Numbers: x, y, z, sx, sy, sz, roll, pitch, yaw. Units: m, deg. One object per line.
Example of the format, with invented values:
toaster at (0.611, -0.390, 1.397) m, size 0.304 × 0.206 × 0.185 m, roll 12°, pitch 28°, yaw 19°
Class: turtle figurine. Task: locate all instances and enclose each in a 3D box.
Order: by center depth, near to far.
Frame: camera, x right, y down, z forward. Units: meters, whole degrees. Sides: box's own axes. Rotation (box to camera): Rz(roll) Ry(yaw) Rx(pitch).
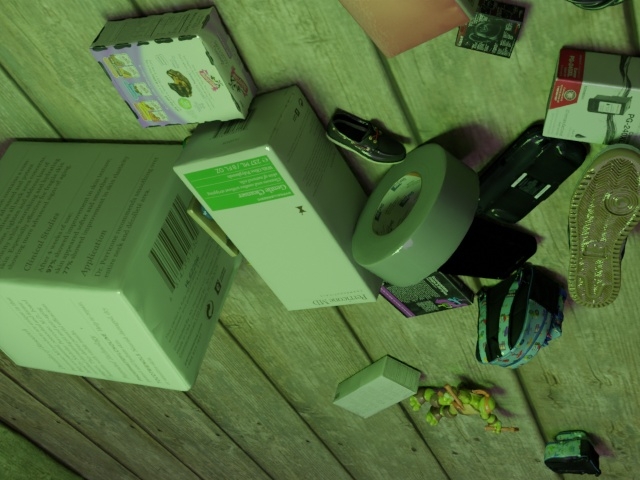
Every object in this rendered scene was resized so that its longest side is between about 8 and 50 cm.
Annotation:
turtle figurine at (0.313, 0.368, 1.844) m, size 0.269 × 0.087 × 0.217 m, roll 32°, pitch 151°, yaw -34°

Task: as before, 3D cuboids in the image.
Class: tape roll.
tape roll at (0.143, -0.039, 1.240) m, size 0.072 × 0.219 × 0.219 m, roll 32°, pitch 143°, yaw -22°

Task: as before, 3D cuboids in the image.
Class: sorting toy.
sorting toy at (-0.153, -0.058, 1.420) m, size 0.046 × 0.132 × 0.274 m, roll -11°, pitch 136°, yaw 33°

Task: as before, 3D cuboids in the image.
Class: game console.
game console at (0.291, -0.049, 1.300) m, size 0.213 × 0.044 × 0.361 m, roll 17°, pitch 141°, yaw -19°

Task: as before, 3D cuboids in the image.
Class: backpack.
backpack at (0.355, 0.154, 1.453) m, size 0.117 × 0.173 × 0.158 m, roll 29°, pitch 143°, yaw -16°
backpack at (0.591, 0.505, 1.910) m, size 0.114 × 0.084 × 0.105 m, roll -16°, pitch 133°, yaw 32°

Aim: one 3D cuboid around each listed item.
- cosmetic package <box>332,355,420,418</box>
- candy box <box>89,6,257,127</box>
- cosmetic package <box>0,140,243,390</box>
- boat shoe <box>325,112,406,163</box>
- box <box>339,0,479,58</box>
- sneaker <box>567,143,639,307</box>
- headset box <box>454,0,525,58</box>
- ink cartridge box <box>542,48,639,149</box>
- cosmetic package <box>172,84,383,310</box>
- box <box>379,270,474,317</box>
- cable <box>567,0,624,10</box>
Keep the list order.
cosmetic package at (0.131, 0.352, 1.924) m, size 0.099 × 0.060 × 0.239 m, roll 30°, pitch 144°, yaw -14°
candy box at (-0.219, -0.258, 1.229) m, size 0.196 × 0.070 × 0.165 m, roll 0°, pitch 141°, yaw 25°
cosmetic package at (-0.411, 0.041, 1.500) m, size 0.394 × 0.329 × 0.327 m, roll 4°, pitch 144°, yaw 20°
boat shoe at (0.073, -0.157, 1.256) m, size 0.133 × 0.049 × 0.042 m, roll 23°, pitch 153°, yaw 1°
box at (0.072, -0.349, 0.906) m, size 0.127 × 0.148 × 0.232 m, roll -17°, pitch 132°, yaw 41°
sneaker at (0.417, -0.050, 1.188) m, size 0.099 × 0.153 × 0.282 m, roll 9°, pitch 132°, yaw 15°
headset box at (0.214, -0.276, 1.045) m, size 0.083 × 0.032 × 0.062 m, roll 15°, pitch 145°, yaw 6°
ink cartridge box at (0.381, -0.185, 1.069) m, size 0.151 × 0.063 × 0.109 m, roll 10°, pitch 145°, yaw 11°
cosmetic package at (-0.046, -0.057, 1.343) m, size 0.197 × 0.155 × 0.365 m, roll -10°, pitch 132°, yaw 33°
box at (0.201, 0.099, 1.573) m, size 0.162 × 0.029 × 0.116 m, roll -16°, pitch 134°, yaw 40°
cable at (0.317, -0.344, 0.904) m, size 0.151 × 0.047 × 0.184 m, roll 4°, pitch 146°, yaw 27°
